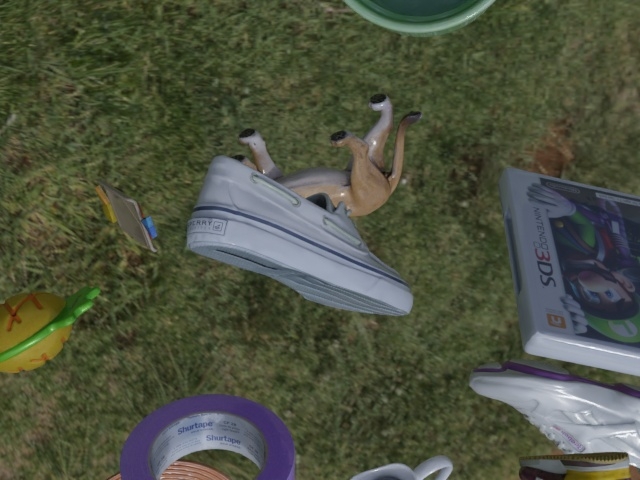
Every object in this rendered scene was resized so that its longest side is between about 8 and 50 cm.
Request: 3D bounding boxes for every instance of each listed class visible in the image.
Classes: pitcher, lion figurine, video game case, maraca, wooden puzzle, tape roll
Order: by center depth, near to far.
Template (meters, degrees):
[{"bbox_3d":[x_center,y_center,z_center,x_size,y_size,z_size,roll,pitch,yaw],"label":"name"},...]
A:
[{"bbox_3d":[0.218,0.025,0.589,0.190,0.173,0.022,12,129,-5],"label":"video game case"},{"bbox_3d":[-0.198,-0.027,0.918,0.014,0.116,0.078,-38,139,-23],"label":"wooden puzzle"},{"bbox_3d":[-0.378,0.113,1.186,0.186,0.127,0.099,-27,112,9],"label":"maraca"},{"bbox_3d":[-0.178,0.371,1.417,0.275,0.275,0.090,-18,128,-26],"label":"tape roll"},{"bbox_3d":[0.140,0.426,1.433,0.178,0.125,0.207,-24,141,-4],"label":"pitcher"},{"bbox_3d":[-0.008,-0.080,1.442,0.392,0.142,0.240,-9,129,13],"label":"lion figurine"}]

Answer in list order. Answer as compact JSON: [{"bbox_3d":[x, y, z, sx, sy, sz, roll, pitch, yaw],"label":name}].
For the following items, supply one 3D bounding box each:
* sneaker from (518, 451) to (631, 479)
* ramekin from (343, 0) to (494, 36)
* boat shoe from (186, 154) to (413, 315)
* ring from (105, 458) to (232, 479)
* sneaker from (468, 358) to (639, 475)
[{"bbox_3d":[0.239,0.247,0.847,0.070,0.185,0.083,-2,75,-6],"label":"sneaker"},{"bbox_3d":[0.153,-0.449,1.317,0.303,0.148,0.303,1,93,10],"label":"ramekin"},{"bbox_3d":[0.000,0.000,0.680,0.226,0.083,0.075,26,70,-46],"label":"boat shoe"},{"bbox_3d":[-0.292,0.539,1.624,0.337,0.032,0.336,-5,112,-13],"label":"ring"},{"bbox_3d":[0.361,0.265,1.292,0.305,0.114,0.152,15,94,8],"label":"sneaker"}]
